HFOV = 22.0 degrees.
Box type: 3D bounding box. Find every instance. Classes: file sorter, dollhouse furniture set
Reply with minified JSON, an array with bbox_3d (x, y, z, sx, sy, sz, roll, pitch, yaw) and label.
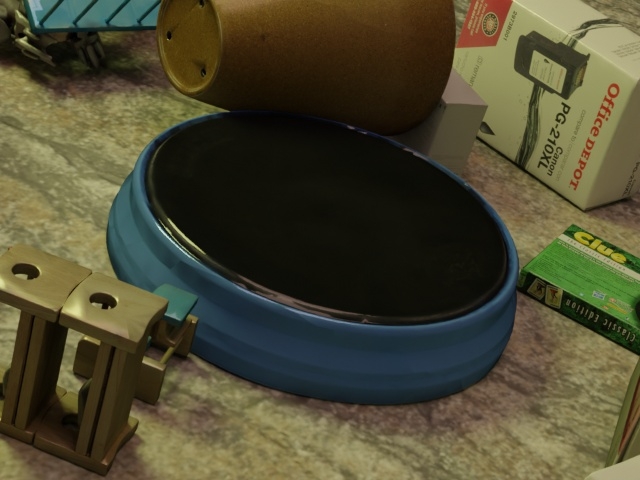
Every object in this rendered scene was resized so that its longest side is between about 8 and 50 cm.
[{"bbox_3d":[-0.217,-0.291,1.703,0.170,0.104,0.118,-7,74,-38],"label":"file sorter"},{"bbox_3d":[-0.179,0.061,1.282,0.129,0.129,0.184,21,32,7],"label":"dollhouse furniture set"}]

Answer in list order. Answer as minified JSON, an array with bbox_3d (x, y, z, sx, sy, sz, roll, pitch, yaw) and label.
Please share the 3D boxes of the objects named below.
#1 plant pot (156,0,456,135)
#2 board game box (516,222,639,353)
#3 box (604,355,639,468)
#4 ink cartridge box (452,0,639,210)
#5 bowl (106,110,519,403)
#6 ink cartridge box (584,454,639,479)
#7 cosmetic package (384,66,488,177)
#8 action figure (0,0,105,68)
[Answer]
[{"bbox_3d":[-0.033,-0.217,1.697,0.254,0.237,0.237,-8,39,-37],"label":"plant pot"},{"bbox_3d":[0.333,0.073,1.623,0.259,0.030,0.136,29,35,19],"label":"board game box"},{"bbox_3d":[0.334,0.155,1.392,0.148,0.127,0.232,21,31,8],"label":"box"},{"bbox_3d":[0.265,-0.170,1.839,0.100,0.172,0.237,-17,45,-43],"label":"ink cartridge box"},{"bbox_3d":[0.000,0.000,1.525,0.391,0.077,0.391,12,31,-7],"label":"bowl"},{"bbox_3d":[0.265,0.294,1.056,0.117,0.201,0.278,-10,40,-38],"label":"ink cartridge box"},{"bbox_3d":[0.096,-0.171,1.830,0.060,0.099,0.239,-1,36,-28],"label":"cosmetic package"},{"bbox_3d":[-0.278,-0.271,1.791,0.185,0.099,0.285,43,57,12],"label":"action figure"}]
